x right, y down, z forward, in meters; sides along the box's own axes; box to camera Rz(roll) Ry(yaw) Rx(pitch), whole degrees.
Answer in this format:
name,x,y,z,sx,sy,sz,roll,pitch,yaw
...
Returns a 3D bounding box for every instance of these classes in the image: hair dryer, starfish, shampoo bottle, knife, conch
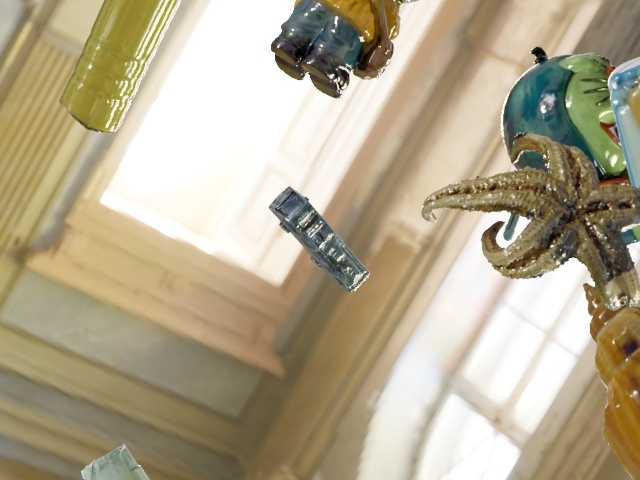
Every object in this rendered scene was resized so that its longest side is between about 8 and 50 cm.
name,x,y,z,sx,sy,sz,roll,pitch,yaw
hair dryer,-0.092,-0.196,0.817,0.135,0.278,0.090,24,-164,-15
starfish,0.178,-0.026,1.099,0.190,0.146,0.074,16,150,-2
shampoo bottle,-0.202,0.342,1.624,0.212,0.072,0.049,61,161,2
knife,0.238,-0.043,1.677,0.010,0.096,0.027,7,-160,-30
conch,0.316,0.173,1.208,0.330,0.109,0.093,61,174,25

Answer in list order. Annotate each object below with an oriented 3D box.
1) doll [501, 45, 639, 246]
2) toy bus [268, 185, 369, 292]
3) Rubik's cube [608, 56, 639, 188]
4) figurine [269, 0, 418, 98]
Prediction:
name,x,y,z,sx,sy,sz,roll,pitch,yaw
doll,0.360,-0.119,1.906,0.198,0.186,0.322,-7,-106,-56
toy bus,0.000,0.000,1.814,0.166,0.047,0.065,49,172,-38
Rubik's cube,0.527,-0.079,1.530,0.351,0.352,0.347,-35,-73,-75
figurine,0.072,-0.355,1.831,0.185,0.332,0.204,32,153,24
